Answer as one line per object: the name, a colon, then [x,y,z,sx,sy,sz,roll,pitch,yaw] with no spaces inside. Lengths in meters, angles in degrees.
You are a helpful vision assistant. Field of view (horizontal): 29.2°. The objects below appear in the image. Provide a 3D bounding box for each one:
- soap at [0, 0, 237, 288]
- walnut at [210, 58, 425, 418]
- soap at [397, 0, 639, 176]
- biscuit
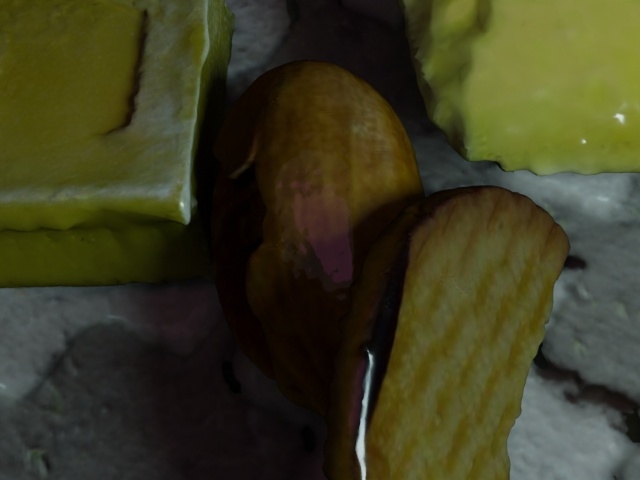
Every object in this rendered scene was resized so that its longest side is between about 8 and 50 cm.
soap: [-0.211,-0.074,0.711,0.314,0.091,0.199,0,59,6]
walnut: [0.000,0.000,0.637,0.115,0.116,0.207,-10,68,1]
soap: [0.247,-0.176,0.699,0.427,0.115,0.306,-9,56,1]
biscuit: [0.067,0.066,0.590,0.031,0.176,0.228,-5,18,38]
